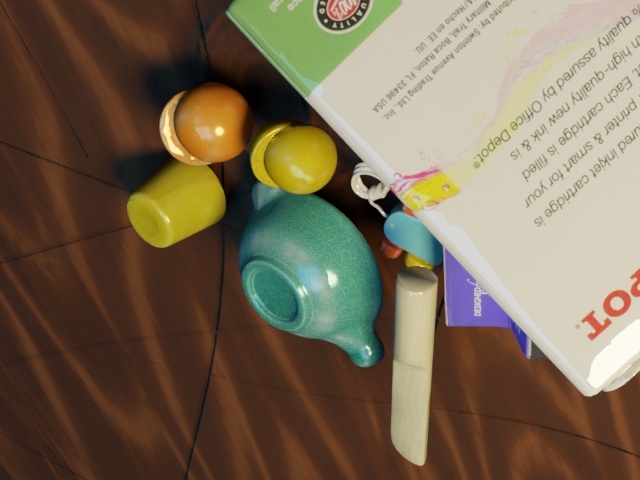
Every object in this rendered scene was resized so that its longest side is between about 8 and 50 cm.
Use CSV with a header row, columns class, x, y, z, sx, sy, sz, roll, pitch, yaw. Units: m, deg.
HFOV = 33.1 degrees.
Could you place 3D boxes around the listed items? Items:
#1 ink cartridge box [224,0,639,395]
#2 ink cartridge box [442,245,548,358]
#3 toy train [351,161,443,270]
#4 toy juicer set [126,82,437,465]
class,x,y,z,sx,sy,sz,roll,pitch,yaw
ink cartridge box,0.120,-0.089,0.585,0.201,0.117,0.278,-43,91,7
ink cartridge box,0.184,-0.006,0.720,0.208,0.045,0.206,-2,129,8
toy train,0.112,-0.032,0.788,0.166,0.046,0.125,-3,123,29
toy juicer set,0.000,0.000,0.826,0.329,0.089,0.209,40,140,14
